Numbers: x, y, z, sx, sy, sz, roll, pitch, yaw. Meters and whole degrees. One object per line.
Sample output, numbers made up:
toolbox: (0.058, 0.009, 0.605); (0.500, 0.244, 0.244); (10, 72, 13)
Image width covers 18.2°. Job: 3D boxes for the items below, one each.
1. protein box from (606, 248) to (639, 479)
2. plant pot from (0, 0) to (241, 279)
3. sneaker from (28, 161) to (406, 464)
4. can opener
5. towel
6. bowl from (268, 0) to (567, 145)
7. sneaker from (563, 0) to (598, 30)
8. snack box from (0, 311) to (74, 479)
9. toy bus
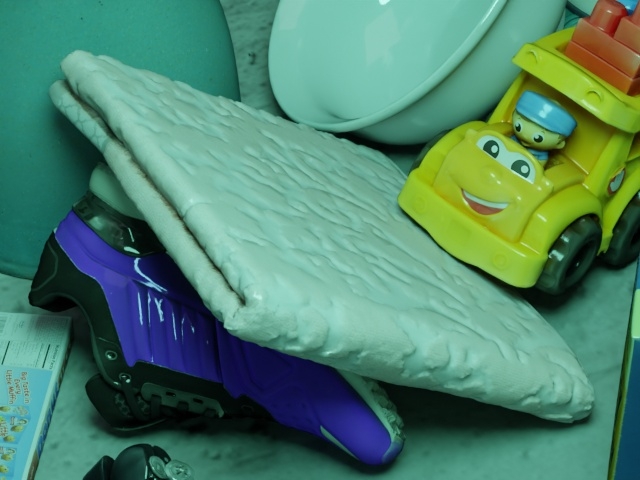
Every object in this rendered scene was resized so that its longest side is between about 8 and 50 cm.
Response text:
protein box: (0.291, 0.104, 1.280); (0.199, 0.201, 0.136); (8, 41, 9)
plant pot: (-0.191, -0.152, 1.540); (0.271, 0.255, 0.272); (0, 40, 0)
sneaker: (-0.081, 0.086, 1.389); (0.293, 0.102, 0.146); (38, 86, 13)
can opener: (-0.102, 0.204, 1.286); (0.059, 0.073, 0.186); (22, 29, -38)
towel: (0.000, 0.000, 1.389); (0.332, 0.053, 0.317); (16, 23, -42)
bowl: (0.104, -0.189, 1.631); (0.298, 0.134, 0.298); (-32, 40, 32)
sneaker: (0.216, -0.143, 1.674); (0.110, 0.107, 0.275); (-31, 41, -5)
snack box: (-0.221, 0.117, 1.401); (0.064, 0.022, 0.178); (4, 40, 4)
toy bus: (0.187, -0.088, 1.474); (0.149, 0.211, 0.220); (38, 35, 23)
